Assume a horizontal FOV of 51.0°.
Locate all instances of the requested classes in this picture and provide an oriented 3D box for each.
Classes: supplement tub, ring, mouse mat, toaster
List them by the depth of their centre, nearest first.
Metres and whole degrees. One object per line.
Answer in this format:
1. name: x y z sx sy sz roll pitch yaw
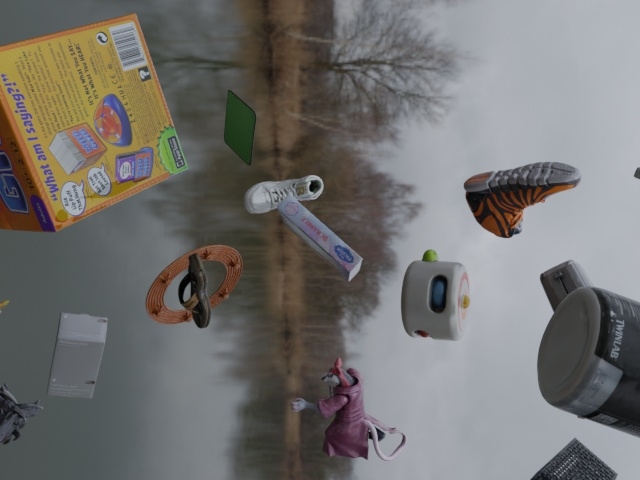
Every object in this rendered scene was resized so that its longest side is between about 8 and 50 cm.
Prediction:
1. supplement tub: 0.507 0.204 1.002 0.193 0.316 0.193 -159 -90 -87
2. toaster: 0.714 0.150 1.904 0.227 0.129 0.146 25 41 -54
3. mouse mat: -0.241 -0.335 1.999 0.152 0.007 0.189 45 -41 31
4. ring: -0.384 0.147 2.092 0.032 0.337 0.336 49 -24 31

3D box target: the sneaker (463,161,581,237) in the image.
1. sneaker: 0.566 -0.108 1.854 0.125 0.321 0.180 -41 118 -44

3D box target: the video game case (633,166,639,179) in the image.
1. video game case: 0.693 -0.104 1.221 0.201 0.184 0.023 -17 128 -46

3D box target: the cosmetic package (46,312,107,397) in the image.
1. cosmetic package: -0.662 0.314 1.824 0.107 0.127 0.237 -104 -150 -47

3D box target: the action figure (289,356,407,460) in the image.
1. action figure: 0.089 0.534 2.097 0.248 0.276 0.369 -40 133 -39

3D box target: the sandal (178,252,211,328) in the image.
1. sandal: -0.285 0.116 1.489 0.090 0.060 0.219 57 -26 32

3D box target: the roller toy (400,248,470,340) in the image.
1. roller toy: 0.284 0.145 1.608 0.191 0.147 0.209 -55 141 -53

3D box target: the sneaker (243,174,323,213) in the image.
1. sneaker: -0.120 -0.172 2.359 0.293 0.169 0.108 -24 101 -45

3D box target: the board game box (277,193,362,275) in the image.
1. board game box: 0.000 0.000 2.272 0.066 0.318 0.318 -47 172 -6

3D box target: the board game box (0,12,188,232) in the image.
1. board game box: -0.582 -0.253 1.466 0.356 0.357 0.356 -35 118 -43

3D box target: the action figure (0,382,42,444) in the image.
1. action figure: -0.716 0.389 1.427 0.141 0.276 0.164 51 25 -8

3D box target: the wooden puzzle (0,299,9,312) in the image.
1. wooden puzzle: -0.713 0.174 1.419 0.014 0.116 0.078 47 5 0

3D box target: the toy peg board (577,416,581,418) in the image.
1. toy peg board: 0.508 0.237 1.327 0.160 0.079 0.161 98 7 -46

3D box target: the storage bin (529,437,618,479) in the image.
1. storage bin: 0.365 0.396 1.031 0.180 0.084 0.122 -9 133 -48
